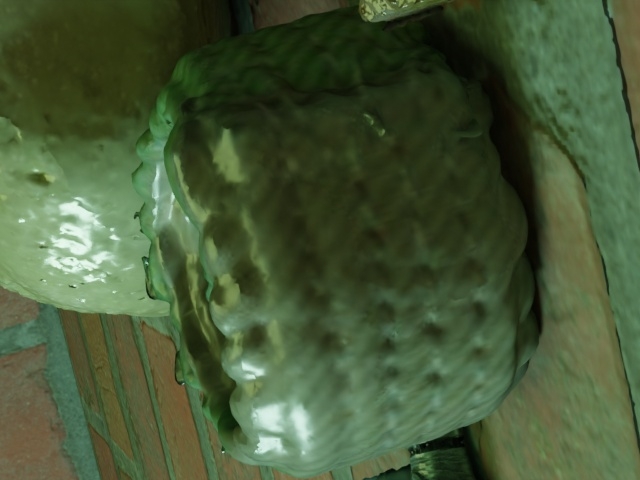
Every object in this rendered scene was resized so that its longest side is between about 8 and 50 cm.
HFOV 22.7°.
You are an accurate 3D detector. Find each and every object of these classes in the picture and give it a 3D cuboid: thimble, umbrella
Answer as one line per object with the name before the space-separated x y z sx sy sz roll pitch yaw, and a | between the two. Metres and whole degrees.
thimble | 0.000 0.000 0.764 0.219 0.150 0.219 164 90 -75
umbrella | 0.083 0.179 0.846 0.050 0.046 0.188 141 118 -68

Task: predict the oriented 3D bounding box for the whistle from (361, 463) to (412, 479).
whistle | 0.083 0.280 0.902 0.062 0.062 0.312 119 134 -67

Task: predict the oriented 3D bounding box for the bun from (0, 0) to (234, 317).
bun | -0.170 -0.116 0.975 0.352 0.227 0.349 78 -175 -68

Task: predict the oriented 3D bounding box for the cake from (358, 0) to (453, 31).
cake | 0.059 -0.124 0.632 0.121 0.065 0.052 -16 92 67
